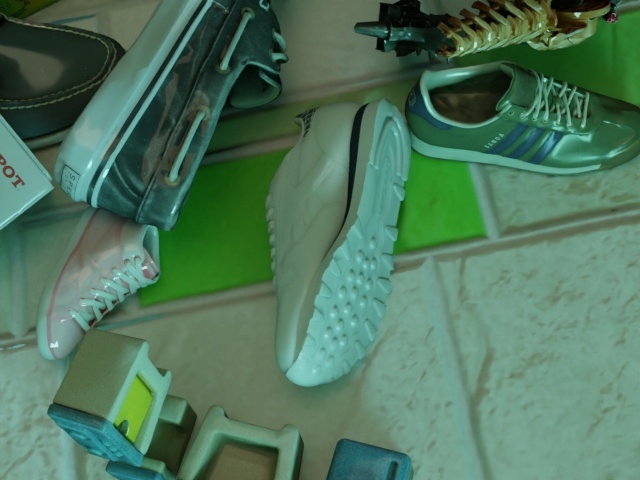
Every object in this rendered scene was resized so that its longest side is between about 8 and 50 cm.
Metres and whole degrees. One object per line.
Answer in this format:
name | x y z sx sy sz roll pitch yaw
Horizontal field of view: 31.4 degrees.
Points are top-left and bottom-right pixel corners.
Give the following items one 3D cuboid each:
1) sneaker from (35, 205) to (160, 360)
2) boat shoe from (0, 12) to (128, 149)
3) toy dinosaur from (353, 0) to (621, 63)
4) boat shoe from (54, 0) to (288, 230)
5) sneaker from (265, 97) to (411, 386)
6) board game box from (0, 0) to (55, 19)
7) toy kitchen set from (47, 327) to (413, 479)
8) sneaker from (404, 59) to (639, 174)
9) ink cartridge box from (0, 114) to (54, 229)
sneaker | -0.167 0.034 0.881 0.070 0.051 0.134 9 61 18
boat shoe | -0.319 -0.147 0.966 0.320 0.099 0.116 0 62 7
toy dinosaur | 0.149 -0.209 0.860 0.219 0.322 0.164 12 100 21
boat shoe | -0.086 -0.147 0.939 0.119 0.121 0.335 30 69 -3
sneaker | 0.000 0.000 0.868 0.095 0.090 0.235 2 62 28
board game box | -0.261 -0.267 1.049 0.181 0.043 0.092 -30 64 -7
toy kitchen set | -0.058 0.159 0.739 0.207 0.166 0.122 11 66 14
sneaker | 0.159 -0.099 0.882 0.192 0.086 0.064 3 64 9
ink cartridge box | -0.328 -0.037 0.890 0.191 0.082 0.139 -40 101 -14
